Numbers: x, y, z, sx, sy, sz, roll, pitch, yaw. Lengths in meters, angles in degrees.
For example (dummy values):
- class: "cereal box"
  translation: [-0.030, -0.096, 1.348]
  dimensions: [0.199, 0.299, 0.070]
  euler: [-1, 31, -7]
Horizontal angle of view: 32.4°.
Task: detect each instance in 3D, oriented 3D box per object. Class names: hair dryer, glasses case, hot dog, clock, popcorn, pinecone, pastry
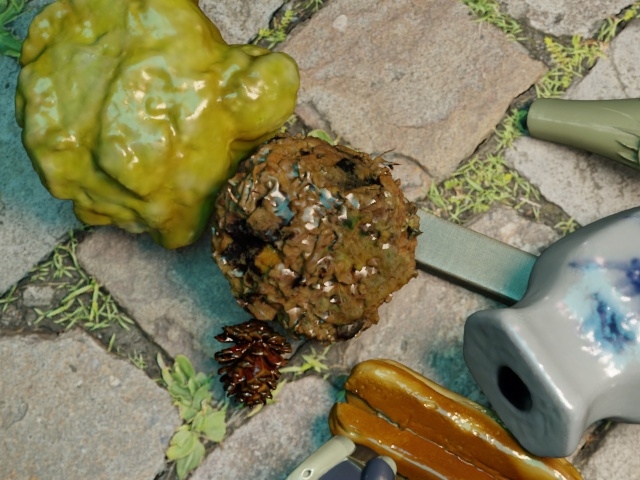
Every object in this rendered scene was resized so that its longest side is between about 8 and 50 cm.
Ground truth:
- class: "hair dryer"
  translation: [0.426, -0.169, 1.446]
  dimensions: [0.296, 0.119, 0.298]
  euler: [3, 30, 22]
- class: "glasses case"
  translation: [0.201, 0.029, 1.426]
  dimensions: [0.205, 0.047, 0.071]
  euler: [22, 76, 11]
- class: "hot dog"
  translation: [0.171, 0.262, 1.325]
  dimensions: [0.337, 0.100, 0.135]
  euler: [27, 83, 12]
- class: "clock"
  translation: [0.047, 0.362, 1.268]
  dimensions: [0.243, 0.146, 0.199]
  euler: [48, 121, 13]
- class: "popcorn"
  translation: [-0.223, -0.185, 1.395]
  dimensions: [0.334, 0.292, 0.293]
  euler: [38, 37, -6]
- class: "pinecone"
  translation: [-0.084, 0.153, 1.382]
  dimensions: [0.102, 0.102, 0.109]
  euler: [-5, 102, 2]
- class: "pastry"
  translation: [0.000, 0.000, 1.333]
  dimensions: [0.275, 0.193, 0.275]
  euler: [-3, 97, -25]

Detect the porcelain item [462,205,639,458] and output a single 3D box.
- class: "porcelain item"
  translation: [0.380, 0.081, 1.297]
  dimensions: [0.405, 0.178, 0.242]
  euler: [-27, 72, -21]
